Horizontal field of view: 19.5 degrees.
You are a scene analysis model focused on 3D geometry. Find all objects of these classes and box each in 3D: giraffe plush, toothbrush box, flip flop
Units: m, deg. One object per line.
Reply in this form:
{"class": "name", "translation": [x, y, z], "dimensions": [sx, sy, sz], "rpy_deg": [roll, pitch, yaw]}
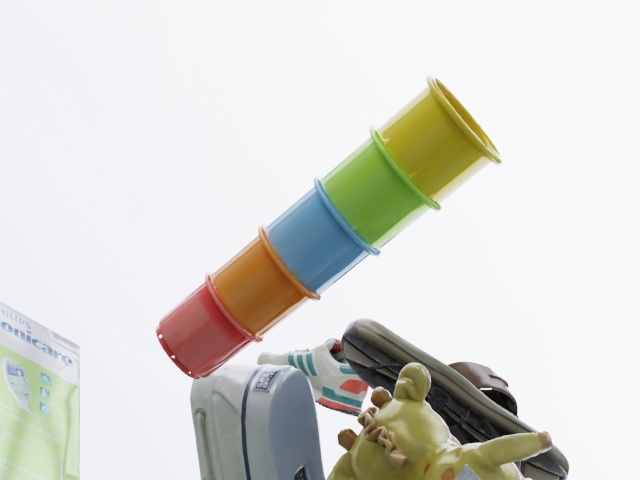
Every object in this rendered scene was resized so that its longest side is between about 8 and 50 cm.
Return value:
{"class": "giraffe plush", "translation": [0.092, 0.206, 1.547], "dimensions": [0.170, 0.181, 0.210], "rpy_deg": [36, -26, 43]}
{"class": "toothbrush box", "translation": [-0.321, 0.222, 1.657], "dimensions": [0.122, 0.206, 0.283], "rpy_deg": [34, 30, -30]}
{"class": "flip flop", "translation": [0.147, 0.161, 1.930], "dimensions": [0.277, 0.080, 0.112], "rpy_deg": [36, -35, 3]}

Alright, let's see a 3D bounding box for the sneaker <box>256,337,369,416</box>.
{"class": "sneaker", "translation": [-0.002, 0.142, 2.117], "dimensions": [0.161, 0.075, 0.057], "rpy_deg": [22, 1, 43]}

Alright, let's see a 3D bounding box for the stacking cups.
{"class": "stacking cups", "translation": [0.000, 0.000, 1.527], "dimensions": [0.096, 0.316, 0.096], "rpy_deg": [48, 9, -10]}

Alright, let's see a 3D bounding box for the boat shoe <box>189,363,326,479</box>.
{"class": "boat shoe", "translation": [-0.082, 0.292, 1.900], "dimensions": [0.156, 0.136, 0.367], "rpy_deg": [6, -63, 28]}
